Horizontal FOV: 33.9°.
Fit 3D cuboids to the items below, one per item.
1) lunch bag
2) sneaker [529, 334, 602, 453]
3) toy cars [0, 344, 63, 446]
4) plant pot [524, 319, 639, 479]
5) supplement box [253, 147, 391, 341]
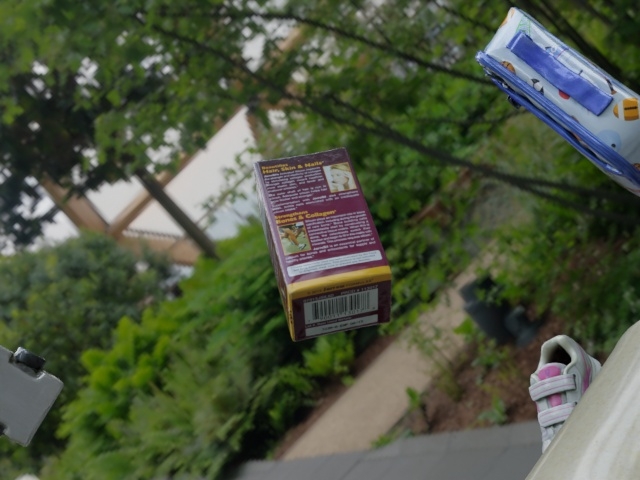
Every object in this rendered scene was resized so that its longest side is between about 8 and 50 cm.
[{"bbox_3d":[0.350,-0.186,1.418,0.115,0.303,0.243,-53,-33,13],"label":"lunch bag"},{"bbox_3d":[0.363,0.245,1.585,0.103,0.111,0.252,-27,31,27],"label":"sneaker"},{"bbox_3d":[-0.479,0.158,1.122,0.393,0.177,0.087,-8,-4,-15],"label":"toy cars"},{"bbox_3d":[0.308,0.233,0.884,0.305,0.334,0.334,-54,9,-36],"label":"plant pot"},{"bbox_3d":[0.000,0.000,1.081,0.104,0.188,0.081,-10,-42,-8],"label":"supplement box"}]
